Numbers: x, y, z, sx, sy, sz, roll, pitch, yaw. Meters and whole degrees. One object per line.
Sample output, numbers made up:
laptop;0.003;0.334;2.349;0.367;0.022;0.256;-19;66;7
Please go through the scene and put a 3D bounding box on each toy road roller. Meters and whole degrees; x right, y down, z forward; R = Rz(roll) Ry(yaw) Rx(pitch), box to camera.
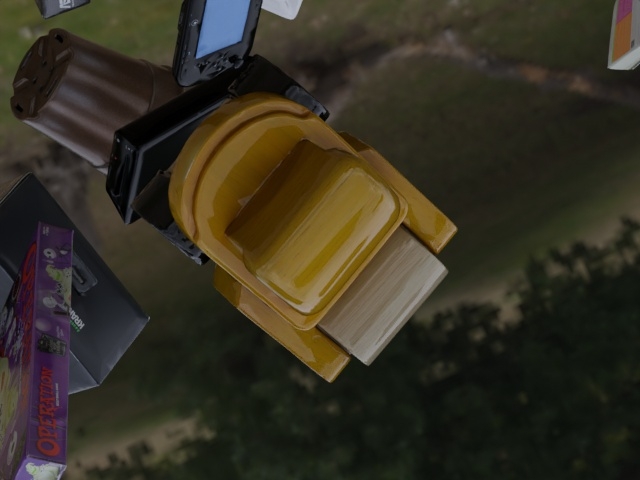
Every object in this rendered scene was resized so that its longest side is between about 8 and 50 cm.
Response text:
toy road roller;0.000;0.000;1.563;0.202;0.329;0.240;-50;-150;-2

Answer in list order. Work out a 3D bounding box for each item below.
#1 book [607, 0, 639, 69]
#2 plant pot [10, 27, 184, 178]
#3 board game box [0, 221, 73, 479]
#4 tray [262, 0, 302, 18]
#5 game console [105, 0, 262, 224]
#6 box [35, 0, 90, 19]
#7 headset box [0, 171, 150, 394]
book;0.407;-0.283;2.152;0.035;0.096;0.144;2;174;-4
plant pot;-0.284;-0.176;2.066;0.165;0.167;0.167;27;137;-37
board game box;-0.316;0.168;1.760;0.056;0.347;0.208;19;126;-21
tray;-0.056;-0.453;2.304;0.030;0.145;0.270;-74;-174;-72
game console;-0.128;-0.185;1.779;0.213;0.044;0.361;-36;155;-37
box;-0.327;-0.407;1.791;0.060;0.270;0.216;-22;163;-14
headset box;-0.387;0.073;2.043;0.283;0.246;0.131;-20;-155;42
